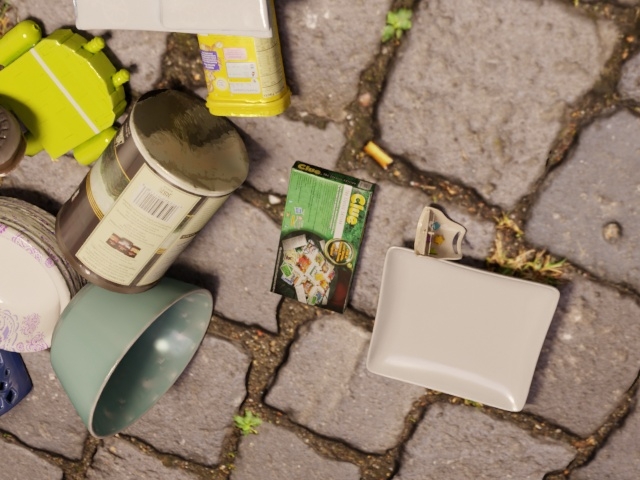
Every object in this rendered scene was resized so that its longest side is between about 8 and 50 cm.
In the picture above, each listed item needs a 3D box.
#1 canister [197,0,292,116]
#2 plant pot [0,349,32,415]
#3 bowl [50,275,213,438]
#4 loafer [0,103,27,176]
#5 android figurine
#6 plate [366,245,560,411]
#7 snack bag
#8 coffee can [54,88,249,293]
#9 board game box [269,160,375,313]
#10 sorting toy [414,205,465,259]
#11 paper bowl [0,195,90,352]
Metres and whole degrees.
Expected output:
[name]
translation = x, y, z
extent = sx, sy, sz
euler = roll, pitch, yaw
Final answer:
[canister]
translation = -0.116, -0.274, 1.506
extent = 0.126, 0.073, 0.170
euler = 4, 123, 19
[plant pot]
translation = -0.746, 0.267, 2.014
extent = 0.236, 0.212, 0.236
euler = -1, 124, 20
[bowl]
translation = -0.345, 0.169, 1.779
extent = 0.163, 0.311, 0.311
euler = 35, 130, 16
[loafer]
translation = -0.601, -0.158, 1.710
extent = 0.366, 0.133, 0.130
euler = 11, 154, 38
[android figurine]
translation = -0.418, -0.236, 1.646
extent = 0.273, 0.056, 0.248
euler = -25, 111, 35
[plate]
translation = 0.228, 0.141, 1.691
extent = 0.277, 0.045, 0.278
euler = 14, 127, 9
[snack bag]
translation = -0.229, -0.440, 1.402
extent = 0.343, 0.037, 0.323
euler = 8, 118, 25
[coffee can]
translation = -0.267, -0.073, 1.616
extent = 0.201, 0.201, 0.275
euler = 38, 126, -9
[board game box]
translation = 0.000, 0.000, 1.684
extent = 0.136, 0.030, 0.259
euler = 19, 128, 9
[sorting toy]
translation = 0.188, -0.002, 1.597
extent = 0.075, 0.083, 0.045
euler = 12, 163, -7
[paper bowl]
translation = -0.541, 0.048, 1.830
extent = 0.284, 0.148, 0.284
euler = 10, 126, 14
